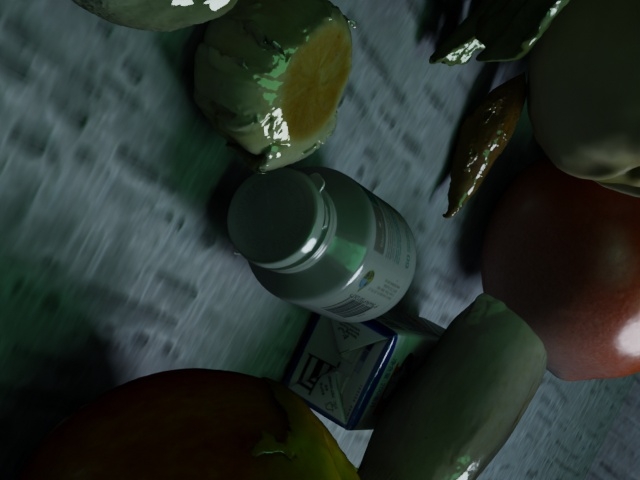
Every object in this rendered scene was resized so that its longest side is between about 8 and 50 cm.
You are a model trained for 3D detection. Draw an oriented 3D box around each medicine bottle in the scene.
[{"bbox_3d":[0.000,0.000,1.104,0.135,0.135,0.215,-62,152,-1],"label":"medicine bottle"}]

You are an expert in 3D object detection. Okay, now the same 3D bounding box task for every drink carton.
[{"bbox_3d":[0.084,0.157,1.418,0.130,0.107,0.315,-64,154,5],"label":"drink carton"}]

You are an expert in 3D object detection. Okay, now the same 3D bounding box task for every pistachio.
[{"bbox_3d":[0.428,-0.263,1.363,0.281,0.365,0.445,27,86,-41],"label":"pistachio"}]

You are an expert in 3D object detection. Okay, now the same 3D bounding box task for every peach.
[{"bbox_3d":[-0.128,0.288,0.956,0.370,0.370,0.370,-40,145,-36],"label":"peach"}]

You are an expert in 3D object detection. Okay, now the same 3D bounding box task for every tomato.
[{"bbox_3d":[0.374,0.040,1.583,0.321,0.322,0.321,-40,145,-36],"label":"tomato"}]

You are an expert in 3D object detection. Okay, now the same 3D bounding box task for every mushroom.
[{"bbox_3d":[0.149,0.209,1.322,0.407,0.138,0.154,-46,163,-43],"label":"mushroom"}]

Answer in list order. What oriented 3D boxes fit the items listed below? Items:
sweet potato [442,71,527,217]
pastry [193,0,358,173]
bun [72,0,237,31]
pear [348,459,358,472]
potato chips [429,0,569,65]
[{"bbox_3d":[0.201,-0.121,1.427,0.068,0.060,0.205,18,99,-24],"label":"sweet potato"},{"bbox_3d":[-0.037,-0.144,0.969,0.166,0.088,0.165,-39,144,-36],"label":"pastry"},{"bbox_3d":[-0.079,-0.250,0.746,0.239,0.141,0.239,-36,141,-35],"label":"bun"},{"bbox_3d":[-0.062,0.379,1.296,0.282,0.176,0.286,23,93,-60],"label":"pear"},{"bbox_3d":[0.237,-0.351,1.173,0.373,0.097,0.389,-122,-126,-84],"label":"potato chips"}]
